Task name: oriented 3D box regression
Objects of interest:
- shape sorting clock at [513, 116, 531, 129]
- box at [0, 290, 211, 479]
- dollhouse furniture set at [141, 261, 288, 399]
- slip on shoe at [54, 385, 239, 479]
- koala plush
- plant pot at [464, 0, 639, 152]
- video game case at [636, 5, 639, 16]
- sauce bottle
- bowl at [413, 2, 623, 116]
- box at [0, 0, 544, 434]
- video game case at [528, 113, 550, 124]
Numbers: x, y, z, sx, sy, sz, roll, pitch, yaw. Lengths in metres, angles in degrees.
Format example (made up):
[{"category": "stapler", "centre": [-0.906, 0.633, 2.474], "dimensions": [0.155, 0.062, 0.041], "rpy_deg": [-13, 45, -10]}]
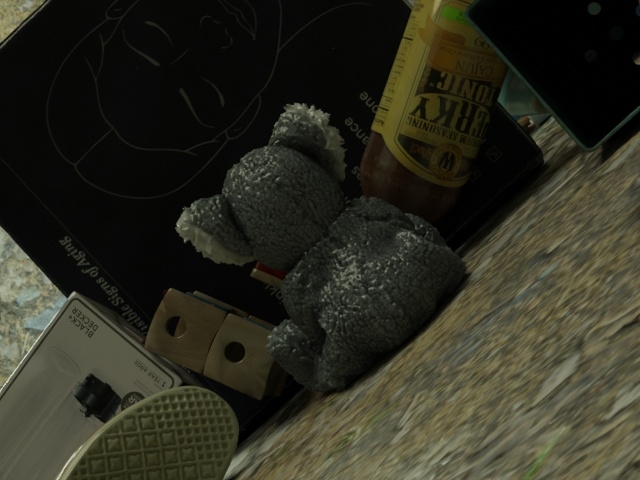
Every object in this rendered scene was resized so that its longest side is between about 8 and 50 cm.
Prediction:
[{"category": "shape sorting clock", "centre": [0.196, -0.101, 2.303], "dimensions": [0.206, 0.040, 0.206], "rpy_deg": [-40, -1, -1]}, {"category": "box", "centre": [-0.256, 0.218, 1.726], "dimensions": [0.290, 0.169, 0.087], "rpy_deg": [-54, -28, -1]}, {"category": "dollhouse furniture set", "centre": [-0.071, 0.046, 1.715], "dimensions": [0.129, 0.129, 0.184], "rpy_deg": [24, -91, -82]}, {"category": "slip on shoe", "centre": [-0.206, 0.264, 1.607], "dimensions": [0.331, 0.123, 0.101], "rpy_deg": [-48, 0, -18]}, {"category": "koala plush", "centre": [0.000, 0.000, 1.558], "dimensions": [0.196, 0.221, 0.203], "rpy_deg": [-43, 3, -8]}, {"category": "plant pot", "centre": [0.260, -0.193, 1.587], "dimensions": [0.165, 0.165, 0.234], "rpy_deg": [-42, -7, 12]}, {"category": "video game case", "centre": [0.498, -0.378, 2.029], "dimensions": [0.269, 0.061, 0.244], "rpy_deg": [-41, 5, 36]}, {"category": "sauce bottle", "centre": [0.106, -0.104, 1.711], "dimensions": [0.111, 0.111, 0.344], "rpy_deg": [-65, -7, -84]}, {"category": "bowl", "centre": [0.263, -0.269, 2.096], "dimensions": [0.311, 0.163, 0.311], "rpy_deg": [-37, -22, -18]}, {"category": "box", "centre": [-0.092, -0.110, 1.920], "dimensions": [0.472, 0.480, 0.297], "rpy_deg": [-42, 1, 4]}, {"category": "video game case", "centre": [0.371, -0.252, 2.325], "dimensions": [0.204, 0.025, 0.285], "rpy_deg": [-41, 2, 20]}]
